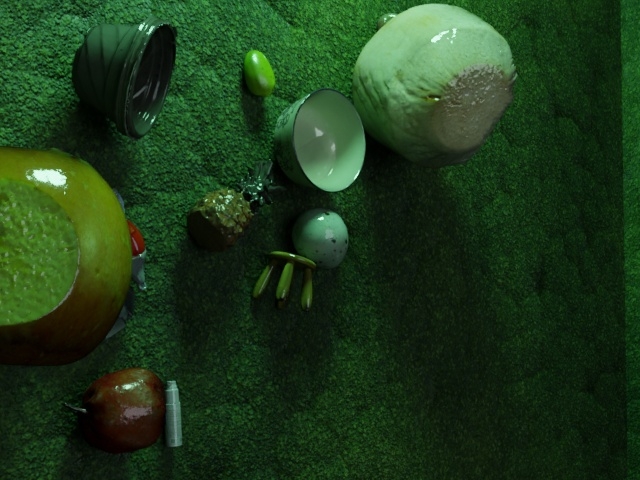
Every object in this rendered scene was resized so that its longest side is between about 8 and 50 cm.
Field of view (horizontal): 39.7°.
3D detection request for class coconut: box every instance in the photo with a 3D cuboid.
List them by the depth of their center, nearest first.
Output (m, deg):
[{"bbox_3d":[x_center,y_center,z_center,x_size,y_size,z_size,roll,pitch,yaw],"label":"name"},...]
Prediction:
[{"bbox_3d":[0.277,-0.381,2.172,0.345,0.415,0.415,40,61,-30],"label":"coconut"}]

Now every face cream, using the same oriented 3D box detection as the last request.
[{"bbox_3d":[-0.296,0.345,1.775,0.034,0.034,0.130,-3,90,-45],"label":"face cream"}]

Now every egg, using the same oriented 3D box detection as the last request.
[{"bbox_3d":[0.000,0.000,2.039,0.131,0.131,0.164,-51,145,-34],"label":"egg"}]

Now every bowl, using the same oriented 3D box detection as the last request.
[{"bbox_3d":[-0.017,-0.220,2.024,0.238,0.126,0.237,4,84,-45],"label":"bowl"}]

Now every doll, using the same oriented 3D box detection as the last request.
[{"bbox_3d":[-0.383,-0.007,1.679,0.102,0.075,0.227,-35,103,-51],"label":"doll"}]

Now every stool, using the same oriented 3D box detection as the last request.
[{"bbox_3d":[-0.074,0.092,1.961,0.134,0.135,0.110,16,75,2],"label":"stool"}]

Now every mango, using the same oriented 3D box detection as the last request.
[{"bbox_3d":[-0.137,-0.370,1.966,0.073,0.056,0.108,-6,80,-49],"label":"mango"}]

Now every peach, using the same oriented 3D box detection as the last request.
[{"bbox_3d":[0.184,-0.542,2.280,0.083,0.083,0.083,3,85,-45],"label":"peach"}]

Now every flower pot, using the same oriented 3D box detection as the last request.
[{"bbox_3d":[-0.368,-0.312,1.636,0.141,0.235,0.235,19,69,2],"label":"flower pot"}]

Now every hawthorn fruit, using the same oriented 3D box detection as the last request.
[{"bbox_3d":[-0.377,0.309,1.618,0.194,0.157,0.157,10,81,-37],"label":"hawthorn fruit"}]

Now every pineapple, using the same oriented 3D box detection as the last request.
[{"bbox_3d":[-0.171,-0.081,1.872,0.248,0.128,0.128,-45,118,-42],"label":"pineapple"}]

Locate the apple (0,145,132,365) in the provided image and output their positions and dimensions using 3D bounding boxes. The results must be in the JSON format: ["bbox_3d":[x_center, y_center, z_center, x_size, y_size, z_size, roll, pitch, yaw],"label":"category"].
[{"bbox_3d":[-0.480,0.019,1.382,0.384,0.374,0.374,20,74,-46],"label":"apple"}]

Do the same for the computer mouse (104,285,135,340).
[{"bbox_3d":[-0.423,0.090,1.637,0.231,0.071,0.126,48,56,-33],"label":"computer mouse"}]
